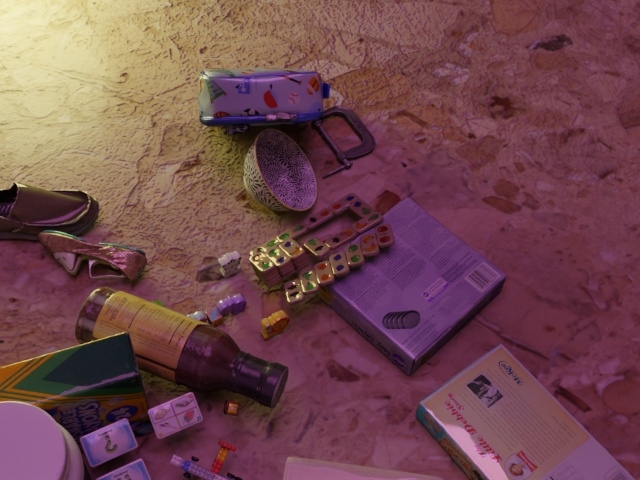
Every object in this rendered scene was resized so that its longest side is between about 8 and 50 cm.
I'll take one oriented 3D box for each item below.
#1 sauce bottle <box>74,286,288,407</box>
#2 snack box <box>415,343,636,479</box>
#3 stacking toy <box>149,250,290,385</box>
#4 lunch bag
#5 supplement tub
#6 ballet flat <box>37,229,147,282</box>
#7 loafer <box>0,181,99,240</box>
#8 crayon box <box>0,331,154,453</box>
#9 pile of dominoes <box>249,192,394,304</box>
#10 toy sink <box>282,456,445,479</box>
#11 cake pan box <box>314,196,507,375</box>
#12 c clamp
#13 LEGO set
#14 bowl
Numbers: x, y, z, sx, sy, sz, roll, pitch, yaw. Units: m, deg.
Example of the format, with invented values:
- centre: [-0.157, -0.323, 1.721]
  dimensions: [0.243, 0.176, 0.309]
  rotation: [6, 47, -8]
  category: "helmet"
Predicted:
- centre: [-0.221, 0.178, 1.522]
  dimensions: [0.344, 0.111, 0.111]
  rotation: [21, 56, 11]
  category: "sauce bottle"
- centre: [0.326, 0.335, 1.503]
  dimensions: [0.187, 0.060, 0.322]
  rotation: [-31, 62, -22]
  category: "snack box"
- centre: [-0.189, 0.129, 1.631]
  dimensions: [0.221, 0.052, 0.167]
  rotation: [-27, 60, -19]
  category: "stacking toy"
- centre: [-0.109, -0.272, 1.793]
  dimensions: [0.243, 0.115, 0.303]
  rotation: [-3, 13, -7]
  category: "lunch bag"
- centre: [-0.417, 0.359, 1.321]
  dimensions: [0.191, 0.272, 0.191]
  rotation: [2, 55, -2]
  category: "supplement tub"
- centre: [-0.414, 0.032, 1.682]
  dimensions: [0.206, 0.073, 0.067]
  rotation: [10, 69, 9]
  category: "ballet flat"
- centre: [-0.532, -0.054, 1.722]
  dimensions: [0.251, 0.087, 0.094]
  rotation: [-7, 55, -7]
  category: "loafer"
- centre: [-0.427, 0.263, 1.432]
  dimensions: [0.323, 0.203, 0.083]
  rotation: [-15, 57, -12]
  category: "crayon box"
- centre: [0.000, 0.000, 1.680]
  dimensions: [0.251, 0.040, 0.196]
  rotation: [-31, 37, -15]
  category: "pile of dominoes"
- centre: [0.054, 0.419, 1.376]
  dimensions: [0.234, 0.153, 0.131]
  rotation: [8, 55, 1]
  category: "toy sink"
- centre: [0.160, 0.071, 1.680]
  dimensions: [0.246, 0.070, 0.267]
  rotation: [40, 62, 21]
  category: "cake pan box"
- centre: [0.035, -0.208, 1.898]
  dimensions: [0.137, 0.022, 0.161]
  rotation: [-19, 58, -15]
  category: "c clamp"
- centre: [-0.217, 0.336, 1.437]
  dimensions: [0.244, 0.060, 0.182]
  rotation: [-21, 89, -18]
  category: "LEGO set"
- centre: [-0.091, -0.118, 1.776]
  dimensions: [0.080, 0.170, 0.170]
  rotation: [-27, 46, 33]
  category: "bowl"
